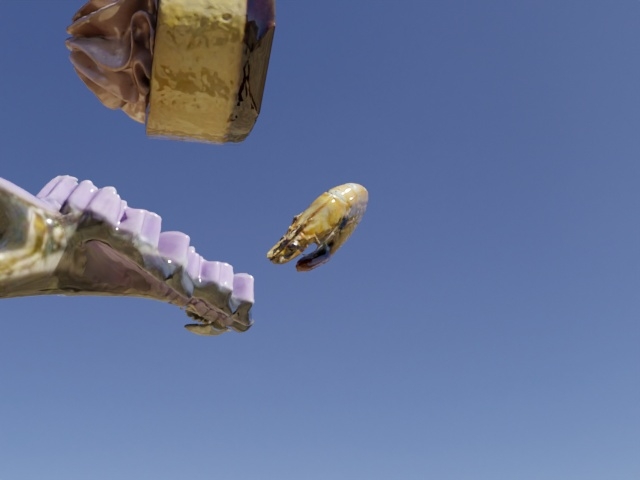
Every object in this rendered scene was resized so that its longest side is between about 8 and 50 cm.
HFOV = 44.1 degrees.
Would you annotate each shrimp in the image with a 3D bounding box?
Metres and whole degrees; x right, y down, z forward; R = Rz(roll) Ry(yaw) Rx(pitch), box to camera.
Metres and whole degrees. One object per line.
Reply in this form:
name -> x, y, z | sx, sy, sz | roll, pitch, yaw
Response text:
shrimp -> -0.006, -0.004, 0.814 | 0.162, 0.045, 0.095 | -36, -17, -41

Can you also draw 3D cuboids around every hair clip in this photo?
hair clip -> -0.121, 0.023, 0.530 | 0.106, 0.085, 0.292 | 10, -11, 27

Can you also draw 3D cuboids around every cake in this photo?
cake -> -0.151, -0.193, 0.761 | 0.178, 0.185, 0.207 | 7, -10, -21
